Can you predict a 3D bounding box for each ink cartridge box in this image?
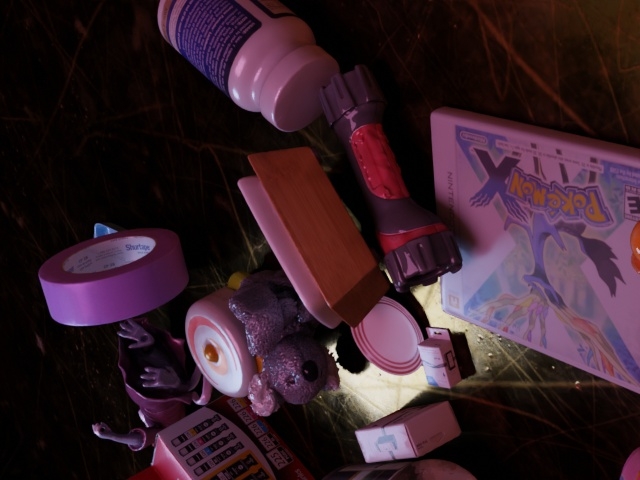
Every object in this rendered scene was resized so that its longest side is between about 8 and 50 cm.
[{"bbox_3d":[0.135,0.296,1.524,0.135,0.099,0.056,-25,85,54],"label":"ink cartridge box"},{"bbox_3d":[-0.181,0.485,1.900,0.309,0.271,0.130,45,141,24],"label":"ink cartridge box"},{"bbox_3d":[0.174,0.173,1.458,0.048,0.028,0.083,0,110,52],"label":"ink cartridge box"}]

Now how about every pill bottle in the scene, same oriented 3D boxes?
[{"bbox_3d":[-0.102,-0.281,1.420,0.264,0.153,0.153,44,140,27],"label":"pill bottle"}]

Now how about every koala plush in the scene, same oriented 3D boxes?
[{"bbox_3d":[-0.048,0.170,1.621,0.203,0.196,0.221,20,127,59],"label":"koala plush"}]

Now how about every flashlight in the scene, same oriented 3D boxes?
[{"bbox_3d":[0.090,-0.087,1.310,0.103,0.103,0.304,44,-154,-75],"label":"flashlight"}]

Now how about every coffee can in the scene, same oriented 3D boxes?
[{"bbox_3d":[0.115,0.440,1.513,0.202,0.201,0.275,62,155,2],"label":"coffee can"}]

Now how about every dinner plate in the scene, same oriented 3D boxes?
[{"bbox_3d":[0.106,0.145,1.527,0.141,0.017,0.141,23,128,33],"label":"dinner plate"}]

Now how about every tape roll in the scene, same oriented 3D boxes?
[{"bbox_3d":[-0.399,0.066,1.913,0.274,0.274,0.090,13,121,48],"label":"tape roll"}]

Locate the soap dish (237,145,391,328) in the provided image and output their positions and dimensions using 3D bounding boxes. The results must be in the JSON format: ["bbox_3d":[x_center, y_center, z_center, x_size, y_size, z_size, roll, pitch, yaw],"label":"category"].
[{"bbox_3d":[0.000,0.000,1.390,0.229,0.118,0.291,60,-178,13],"label":"soap dish"}]

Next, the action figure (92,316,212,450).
[{"bbox_3d":[-0.339,0.325,2.140,0.275,0.248,0.370,4,139,4],"label":"action figure"}]

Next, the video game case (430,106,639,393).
[{"bbox_3d":[0.273,0.005,1.219,0.329,0.036,0.300,21,127,44],"label":"video game case"}]

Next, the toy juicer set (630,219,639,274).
[{"bbox_3d":[0.424,-0.050,0.952,0.209,0.089,0.329,52,140,30],"label":"toy juicer set"}]

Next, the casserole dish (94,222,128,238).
[{"bbox_3d":[-0.426,0.020,2.128,0.188,0.037,0.114,22,128,45],"label":"casserole dish"}]

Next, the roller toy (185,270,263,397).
[{"bbox_3d":[-0.145,0.179,1.769,0.209,0.146,0.191,58,145,7],"label":"roller toy"}]

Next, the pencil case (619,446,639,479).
[{"bbox_3d":[0.474,0.330,1.102,0.284,0.124,0.124,21,127,43],"label":"pencil case"}]
